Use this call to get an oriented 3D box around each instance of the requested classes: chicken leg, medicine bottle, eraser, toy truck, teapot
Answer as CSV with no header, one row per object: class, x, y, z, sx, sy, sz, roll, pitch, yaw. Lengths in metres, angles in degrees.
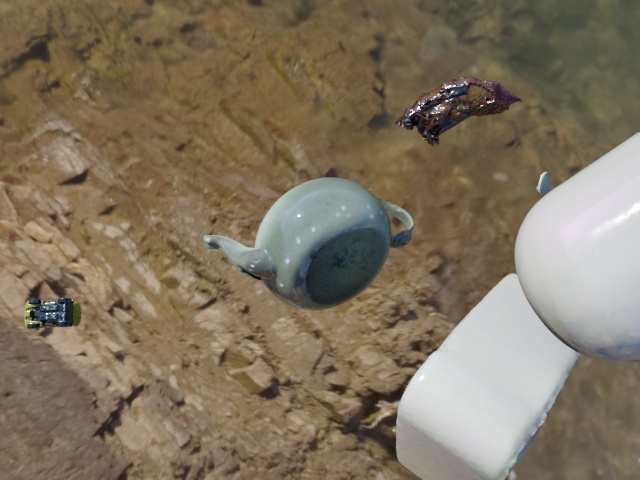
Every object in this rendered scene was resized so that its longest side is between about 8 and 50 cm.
chicken leg,0.258,-0.257,1.273,0.233,0.063,0.105,-25,95,15
medicine bottle,0.279,-0.045,0.400,0.341,0.130,0.130,-34,90,16
eraser,0.210,0.207,0.859,0.150,0.331,0.331,32,74,19
toy truck,-0.441,0.121,1.087,0.083,0.054,0.049,-4,77,8
teapot,0.000,0.000,0.907,0.294,0.193,0.129,-16,45,-27

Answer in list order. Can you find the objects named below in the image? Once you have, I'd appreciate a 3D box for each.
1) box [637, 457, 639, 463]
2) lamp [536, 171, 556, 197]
box,0.575,0.352,1.035,0.040,0.154,0.084,-5,54,-22
lamp,0.500,-0.074,1.226,0.198,0.056,0.050,20,89,15
